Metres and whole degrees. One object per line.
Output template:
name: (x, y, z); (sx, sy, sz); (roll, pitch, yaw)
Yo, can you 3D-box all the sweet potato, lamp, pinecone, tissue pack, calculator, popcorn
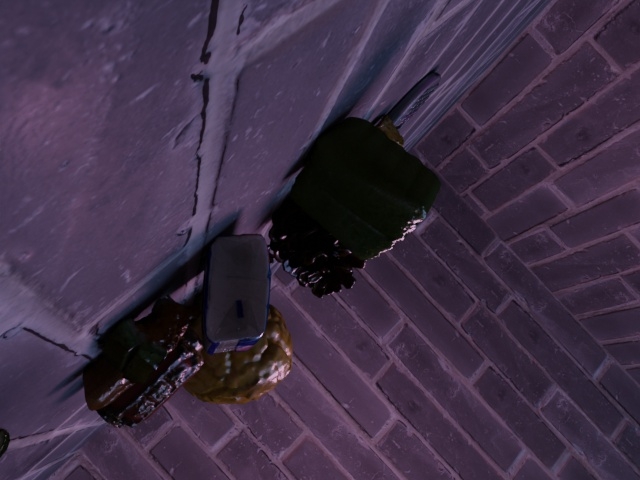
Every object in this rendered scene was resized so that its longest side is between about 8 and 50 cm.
sweet potato: (-0.398, 0.243, 1.168); (0.252, 0.097, 0.097); (-48, -179, -33)
lamp: (-0.401, 0.308, 1.312); (0.274, 0.177, 0.177); (-45, 178, -9)
pinecone: (0.000, 0.000, 1.360); (0.243, 0.309, 0.244); (-17, 138, -16)
tissue pack: (-0.172, 0.121, 1.139); (0.270, 0.137, 0.209); (128, -35, -69)
calculator: (0.221, -0.344, 1.538); (0.299, 0.041, 0.185); (-47, 176, 38)
popcorn: (-0.251, 0.317, 1.612); (0.344, 0.354, 0.390); (-43, 135, -9)

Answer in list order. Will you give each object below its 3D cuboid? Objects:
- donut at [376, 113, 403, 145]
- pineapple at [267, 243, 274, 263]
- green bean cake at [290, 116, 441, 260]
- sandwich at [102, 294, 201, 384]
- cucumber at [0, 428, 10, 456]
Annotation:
donut: (0.106, -0.216, 1.367); (0.152, 0.101, 0.259); (-38, -175, 30)
pineapple: (-0.189, 0.071, 1.583); (0.103, 0.083, 0.221); (-43, 176, -28)
green bean cake: (0.079, -0.101, 1.078); (0.222, 0.248, 0.125); (-45, -171, 50)
sandwich: (-0.329, 0.184, 1.069); (0.185, 0.109, 0.160); (-44, -169, 53)
cucumber: (-0.575, 0.370, 0.987); (0.067, 0.035, 0.107); (-44, 180, -30)
